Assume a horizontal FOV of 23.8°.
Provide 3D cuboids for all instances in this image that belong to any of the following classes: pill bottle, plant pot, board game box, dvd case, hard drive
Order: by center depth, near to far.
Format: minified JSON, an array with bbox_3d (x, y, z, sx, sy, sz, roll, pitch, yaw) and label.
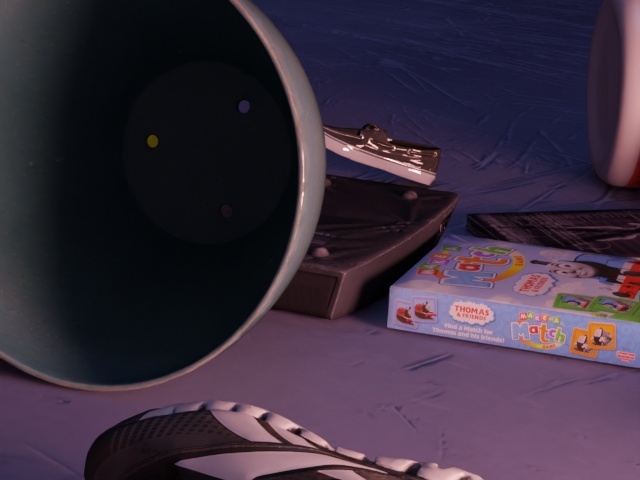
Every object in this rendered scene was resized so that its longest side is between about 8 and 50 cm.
[{"bbox_3d":[-0.114,-0.056,1.054,0.290,0.290,0.195,8,8,19],"label":"plant pot"},{"bbox_3d":[0.176,0.044,1.152,0.211,0.039,0.160,7,17,20],"label":"board game box"},{"bbox_3d":[0.000,0.000,1.250,0.172,0.054,0.255,9,19,22],"label":"hard drive"},{"bbox_3d":[0.260,0.000,1.352,0.221,0.018,0.164,-2,15,-13],"label":"dvd case"},{"bbox_3d":[0.471,-0.153,1.566,0.363,0.210,0.210,2,16,-1],"label":"pill bottle"}]

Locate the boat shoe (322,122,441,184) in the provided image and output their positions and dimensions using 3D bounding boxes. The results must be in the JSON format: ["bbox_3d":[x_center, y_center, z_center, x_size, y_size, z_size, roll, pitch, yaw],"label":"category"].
[{"bbox_3d":[0.056,-0.097,1.542,0.142,0.040,0.049,19,10,-17],"label":"boat shoe"}]

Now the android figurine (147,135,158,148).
[{"bbox_3d":[-0.126,-0.079,1.516,0.248,0.056,0.273,-1,15,-11],"label":"android figurine"}]

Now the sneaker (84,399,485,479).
[{"bbox_3d":[-0.023,0.136,0.736,0.234,0.078,0.106,11,16,20],"label":"sneaker"}]
